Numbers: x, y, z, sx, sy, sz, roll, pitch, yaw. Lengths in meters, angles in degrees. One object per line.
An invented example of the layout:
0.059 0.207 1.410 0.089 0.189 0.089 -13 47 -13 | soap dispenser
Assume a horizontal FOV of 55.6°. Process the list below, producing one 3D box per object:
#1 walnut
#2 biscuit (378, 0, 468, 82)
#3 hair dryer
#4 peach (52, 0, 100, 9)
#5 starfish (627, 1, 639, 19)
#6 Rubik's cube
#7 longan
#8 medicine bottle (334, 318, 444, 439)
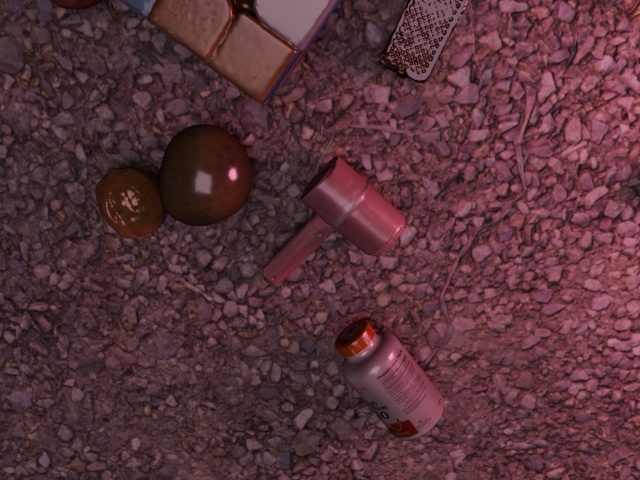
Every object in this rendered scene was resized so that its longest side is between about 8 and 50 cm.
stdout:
-0.417 -0.083 1.337 0.167 0.149 0.166 16 132 18 | walnut
0.244 -0.500 1.185 0.107 0.073 0.388 25 109 -5 | biscuit
0.000 0.000 1.373 0.210 0.125 0.352 40 117 -13 | hair dryer
-0.472 -0.533 1.185 0.152 0.152 0.152 1 110 3 | peach
0.645 -0.595 1.116 0.327 0.094 0.375 -34 112 25 | starfish
-0.119 -0.496 1.050 0.346 0.347 0.344 35 113 -12 | Rubik's cube
-0.243 -0.131 1.283 0.196 0.196 0.220 26 103 -7 | longan
0.156 0.324 1.448 0.157 0.157 0.288 -35 105 14 | medicine bottle
